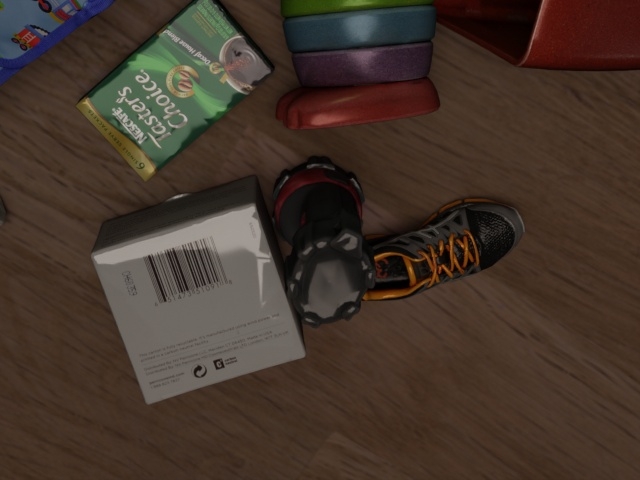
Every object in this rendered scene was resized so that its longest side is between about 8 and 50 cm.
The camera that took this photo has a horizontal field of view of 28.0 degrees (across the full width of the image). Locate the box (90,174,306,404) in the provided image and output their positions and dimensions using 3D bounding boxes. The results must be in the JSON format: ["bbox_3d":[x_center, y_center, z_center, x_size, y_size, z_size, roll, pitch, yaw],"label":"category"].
[{"bbox_3d":[-0.126,0.050,1.360,0.181,0.119,0.182,-17,108,3],"label":"box"}]

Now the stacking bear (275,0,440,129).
[{"bbox_3d":[0.027,-0.264,1.254,0.164,0.175,0.289,-6,100,-5],"label":"stacking bear"}]

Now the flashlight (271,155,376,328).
[{"bbox_3d":[0.000,0.000,1.253,0.103,0.304,0.103,-22,108,6],"label":"flashlight"}]

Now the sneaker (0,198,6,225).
[{"bbox_3d":[-0.403,-0.063,1.348,0.065,0.061,0.158,-34,105,15],"label":"sneaker"}]

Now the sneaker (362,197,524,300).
[{"bbox_3d":[0.118,0.020,1.380,0.214,0.083,0.084,-20,106,3],"label":"sneaker"}]

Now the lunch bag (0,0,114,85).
[{"bbox_3d":[-0.318,-0.261,1.171,0.293,0.138,0.221,-21,113,47],"label":"lunch bag"}]

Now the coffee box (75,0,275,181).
[{"bbox_3d":[-0.150,-0.160,1.334,0.184,0.040,0.113,-38,105,9],"label":"coffee box"}]

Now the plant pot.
[{"bbox_3d":[0.277,-0.296,1.209,0.235,0.267,0.267,9,107,-19],"label":"plant pot"}]
